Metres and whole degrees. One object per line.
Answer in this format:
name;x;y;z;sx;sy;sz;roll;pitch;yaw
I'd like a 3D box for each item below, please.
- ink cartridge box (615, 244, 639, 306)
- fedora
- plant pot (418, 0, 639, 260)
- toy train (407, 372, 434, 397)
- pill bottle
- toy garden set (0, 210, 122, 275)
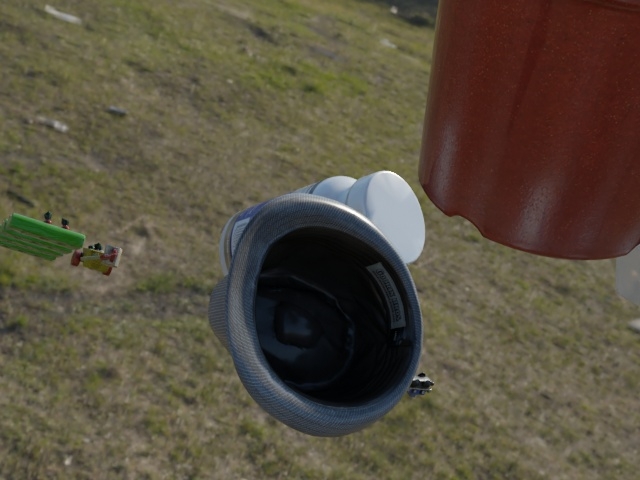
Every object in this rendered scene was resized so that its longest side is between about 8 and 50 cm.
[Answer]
ink cartridge box;0.541;0.001;0.941;0.353;0.119;0.207;-16;27;-15
fedora;-0.020;0.083;0.889;0.275;0.244;0.124;15;-19;-38
plant pot;0.197;-0.146;0.634;0.272;0.265;0.272;6;32;-4
toy train;0.099;0.207;1.211;0.158;0.036;0.027;10;23;-32
pill bottle;0.000;0.000;1.142;0.264;0.153;0.153;-16;-10;40
toy garden set;-0.409;-0.001;1.348;0.204;0.049;0.244;20;-15;-26
